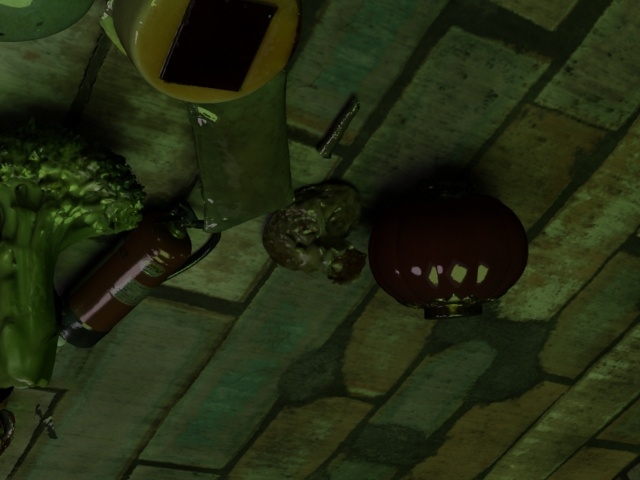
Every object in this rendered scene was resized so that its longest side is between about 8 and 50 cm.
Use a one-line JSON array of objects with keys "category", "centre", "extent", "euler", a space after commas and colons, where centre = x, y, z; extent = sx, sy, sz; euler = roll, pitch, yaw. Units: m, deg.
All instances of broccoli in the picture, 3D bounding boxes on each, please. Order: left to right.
[{"category": "broccoli", "centre": [-0.423, 0.003, 1.562], "extent": [0.353, 0.397, 0.275], "euler": [-37, 159, 12]}]

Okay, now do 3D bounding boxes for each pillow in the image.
[{"category": "pillow", "centre": [-0.134, -0.145, 1.714], "extent": [0.184, 0.075, 0.303], "euler": [-21, 135, -19]}]

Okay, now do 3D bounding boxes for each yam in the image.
[{"category": "yam", "centre": [0.038, -0.201, 1.763], "extent": [0.033, 0.027, 0.129], "euler": [38, 123, 1]}]

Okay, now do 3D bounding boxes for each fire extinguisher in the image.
[{"category": "fire extinguisher", "centre": [-0.329, 0.043, 1.846], "extent": [0.376, 0.113, 0.200], "euler": [-41, 175, 23]}]

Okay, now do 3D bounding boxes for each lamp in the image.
[{"category": "lamp", "centre": [0.242, 0.020, 1.887], "extent": [0.303, 0.257, 0.303], "euler": [-3, 175, 0]}]

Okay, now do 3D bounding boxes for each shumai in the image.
[{"category": "shumai", "centre": [0.000, 0.000, 1.872], "extent": [0.209, 0.153, 0.161], "euler": [-29, 143, 6]}]

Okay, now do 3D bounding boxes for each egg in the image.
[{"category": "egg", "centre": [-0.418, -0.354, 1.342], "extent": [0.236, 0.169, 0.169], "euler": [-4, 135, -15]}]

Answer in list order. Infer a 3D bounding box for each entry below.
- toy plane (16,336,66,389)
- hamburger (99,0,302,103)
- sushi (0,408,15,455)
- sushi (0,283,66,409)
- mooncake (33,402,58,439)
[{"category": "toy plane", "centre": [-0.603, 0.209, 1.885], "extent": [0.244, 0.117, 0.245], "euler": [-11, 135, -11]}, {"category": "hamburger", "centre": [-0.164, -0.344, 1.448], "extent": [0.301, 0.170, 0.302], "euler": [-12, 141, -10]}, {"category": "sushi", "centre": [-0.755, 0.444, 2.064], "extent": [0.130, 0.124, 0.332], "euler": [13, 128, -43]}, {"category": "sushi", "centre": [-0.598, 0.162, 1.678], "extent": [0.348, 0.234, 0.208], "euler": [-50, 153, -34]}, {"category": "mooncake", "centre": [-0.684, 0.313, 1.957], "extent": [0.346, 0.057, 0.150], "euler": [9, 142, 3]}]
